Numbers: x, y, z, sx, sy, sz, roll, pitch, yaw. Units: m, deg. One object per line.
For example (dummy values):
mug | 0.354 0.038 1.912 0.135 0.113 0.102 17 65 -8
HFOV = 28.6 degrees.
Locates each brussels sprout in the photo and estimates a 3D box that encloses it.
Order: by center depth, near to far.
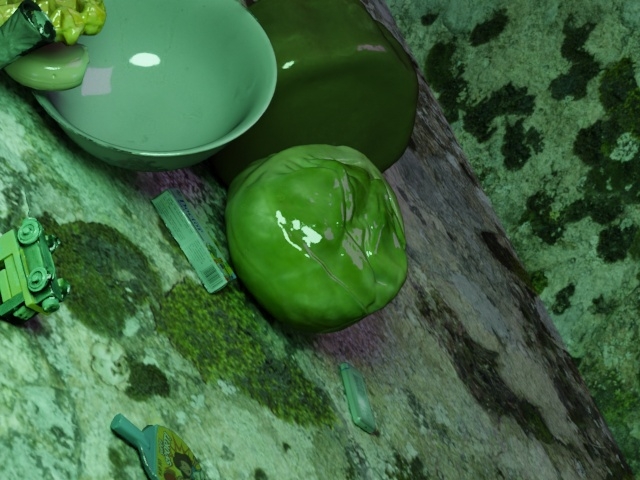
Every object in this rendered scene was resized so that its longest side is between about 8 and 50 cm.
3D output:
brussels sprout | 0.000 0.000 1.930 0.328 0.247 0.328 32 49 -46

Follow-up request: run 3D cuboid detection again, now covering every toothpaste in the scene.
toothpaste | -0.183 0.000 1.812 0.164 0.034 0.046 57 16 4

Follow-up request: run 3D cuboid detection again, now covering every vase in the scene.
vase | -0.389 -0.212 1.467 0.059 0.167 0.059 50 18 -24

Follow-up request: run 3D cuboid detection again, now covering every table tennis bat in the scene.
table tennis bat | -0.182 0.247 1.431 0.155 0.019 0.100 47 22 -30

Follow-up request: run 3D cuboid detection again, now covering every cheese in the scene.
cheese | -0.382 -0.241 1.607 0.171 0.047 0.092 19 39 -1

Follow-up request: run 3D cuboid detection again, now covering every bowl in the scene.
bowl | -0.239 -0.204 1.747 0.157 0.346 0.345 104 -31 -53

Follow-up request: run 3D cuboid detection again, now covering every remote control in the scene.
remote control | 0.060 0.250 2.002 0.053 0.018 0.124 39 25 -41

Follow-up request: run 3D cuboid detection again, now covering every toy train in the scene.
toy train | -0.318 0.033 1.360 0.050 0.081 0.122 43 22 -55

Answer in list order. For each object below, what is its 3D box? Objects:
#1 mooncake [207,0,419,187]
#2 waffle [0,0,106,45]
mooncake | -0.030 -0.235 2.074 0.378 0.378 0.200 32 25 -49
waffle | -0.367 -0.301 1.603 0.253 0.249 0.056 -39 137 -60
